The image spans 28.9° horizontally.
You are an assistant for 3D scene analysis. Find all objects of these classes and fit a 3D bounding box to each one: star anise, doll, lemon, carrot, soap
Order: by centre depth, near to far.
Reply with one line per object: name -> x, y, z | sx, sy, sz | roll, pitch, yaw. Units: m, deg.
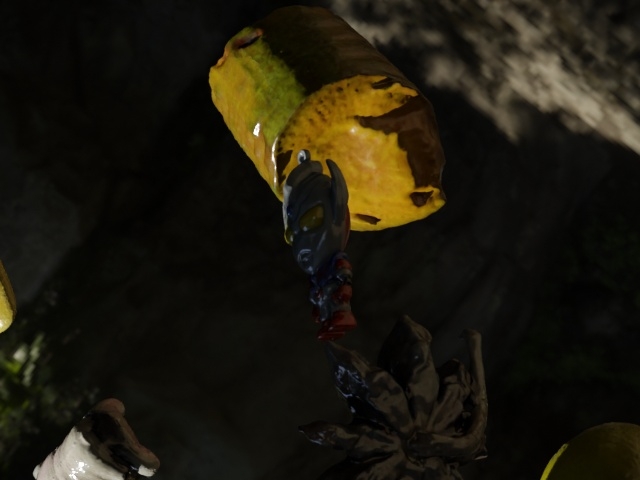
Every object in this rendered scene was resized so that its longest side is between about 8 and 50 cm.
star anise -> 0.081, 0.166, 1.075 | 0.230, 0.262, 0.081 | 56, 149, -11
doll -> -0.001, 0.000, 1.214 | 0.104, 0.062, 0.195 | 109, 153, -69
doll -> -0.272, 0.278, 1.456 | 0.095, 0.192, 0.149 | 5, -142, -45
lemon -> 0.349, 0.316, 1.479 | 0.184, 0.248, 0.184 | 25, -137, -26
carrot -> 0.005, -0.170, 1.728 | 0.241, 0.241, 0.341 | 25, -160, -53
soap -> -0.486, 0.053, 1.790 | 0.033, 0.089, 0.169 | -6, -109, -62
